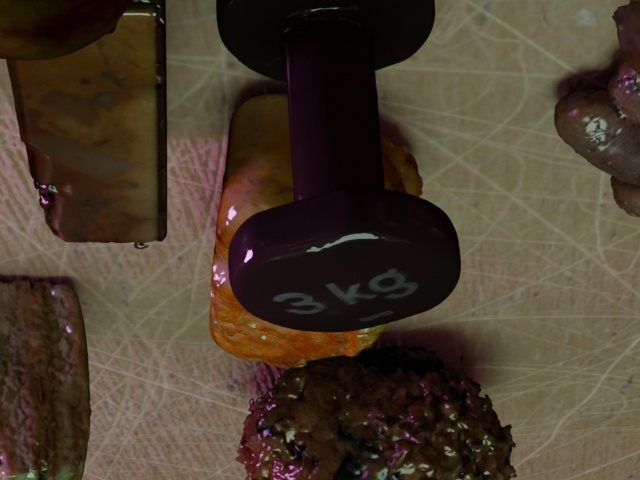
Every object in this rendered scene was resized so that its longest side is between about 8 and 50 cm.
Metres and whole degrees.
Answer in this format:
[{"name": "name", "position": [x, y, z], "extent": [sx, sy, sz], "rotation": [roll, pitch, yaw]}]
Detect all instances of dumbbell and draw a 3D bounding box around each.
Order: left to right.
[{"name": "dumbbell", "position": [0.009, -0.066, 1.077], "extent": [0.140, 0.225, 0.124], "rotation": [-16, 150, 19]}]

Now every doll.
[{"name": "doll", "position": [0.304, -0.027, 1.295], "extent": [0.303, 0.156, 0.201], "rotation": [19, 152, -31]}]

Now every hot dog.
[{"name": "hot dog", "position": [0.000, 0.000, 1.314], "extent": [0.153, 0.150, 0.256], "rotation": [8, 153, -2]}]

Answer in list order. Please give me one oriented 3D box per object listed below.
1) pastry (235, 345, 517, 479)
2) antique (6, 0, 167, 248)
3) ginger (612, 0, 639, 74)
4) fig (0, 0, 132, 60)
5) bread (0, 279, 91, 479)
[{"name": "pastry", "position": [0.055, 0.212, 1.686], "extent": [0.275, 0.192, 0.275], "rotation": [-5, 153, -3]}, {"name": "antique", "position": [-0.144, -0.100, 1.142], "extent": [0.093, 0.087, 0.310], "rotation": [0, 154, -4]}, {"name": "ginger", "position": [0.272, -0.145, 1.041], "extent": [0.256, 0.176, 0.375], "rotation": [3, 161, 26]}, {"name": "fig", "position": [-0.192, -0.231, 0.797], "extent": [0.321, 0.217, 0.217], "rotation": [32, 141, -18]}, {"name": "bread", "position": [-0.245, 0.140, 1.492], "extent": [0.102, 0.196, 0.138], "rotation": [-3, 149, -11]}]
